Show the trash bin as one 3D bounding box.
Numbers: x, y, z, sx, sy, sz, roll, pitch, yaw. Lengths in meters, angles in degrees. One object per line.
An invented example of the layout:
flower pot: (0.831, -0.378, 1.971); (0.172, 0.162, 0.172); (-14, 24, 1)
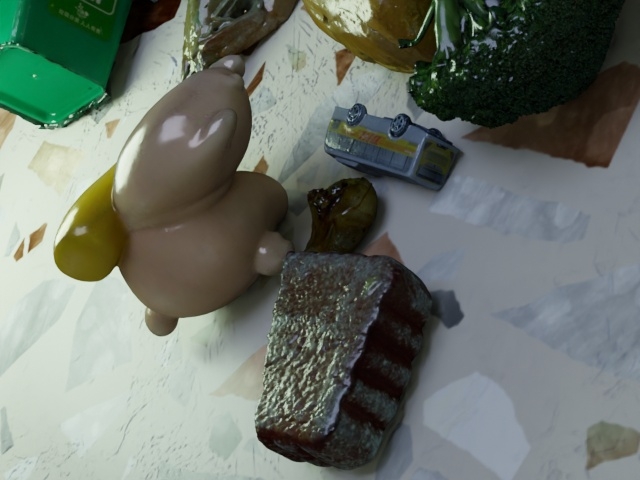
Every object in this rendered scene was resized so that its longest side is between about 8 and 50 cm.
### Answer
trash bin: (-0.443, -0.396, 2.369); (0.295, 0.259, 0.381); (-23, 50, 46)

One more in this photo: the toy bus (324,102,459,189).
toy bus: (0.080, -0.111, 1.716); (0.190, 0.064, 0.075); (19, 89, 53)

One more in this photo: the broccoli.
broccoli: (0.178, -0.265, 1.553); (0.297, 0.297, 0.297); (-48, 0, 0)

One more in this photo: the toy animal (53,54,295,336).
toy animal: (-0.135, -0.048, 1.799); (0.345, 0.247, 0.277); (-46, 3, 31)

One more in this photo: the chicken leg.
chicken leg: (0.000, 0.000, 1.717); (0.093, 0.070, 0.178); (35, 103, 29)

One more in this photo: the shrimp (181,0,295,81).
shrimp: (-0.115, -0.323, 2.085); (0.168, 0.077, 0.317); (6, 83, 24)

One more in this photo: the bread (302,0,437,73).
bread: (0.088, -0.391, 1.792); (0.328, 0.148, 0.337); (41, 110, 51)

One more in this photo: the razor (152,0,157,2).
razor: (-0.220, -0.391, 2.293); (0.068, 0.037, 0.191); (-54, 36, 0)

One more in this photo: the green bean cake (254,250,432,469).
green bean cake: (0.010, 0.126, 1.572); (0.198, 0.097, 0.233); (-3, 60, 46)
